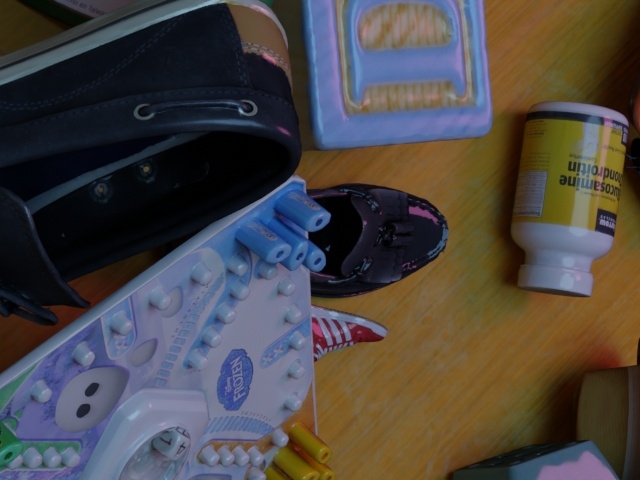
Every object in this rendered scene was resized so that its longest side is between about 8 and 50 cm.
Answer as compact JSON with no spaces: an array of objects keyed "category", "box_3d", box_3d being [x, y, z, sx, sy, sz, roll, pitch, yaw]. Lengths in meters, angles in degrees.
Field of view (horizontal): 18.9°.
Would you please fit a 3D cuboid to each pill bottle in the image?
[{"category":"pill bottle","box_3d":[0.244,-0.040,1.906,0.103,0.103,0.184,11,84,-31]}]

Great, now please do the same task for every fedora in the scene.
[{"category":"fedora","box_3d":[0.293,0.190,1.928,0.079,0.194,0.194,3,88,3]}]

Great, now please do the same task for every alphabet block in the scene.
[{"category":"alphabet block","box_3d":[0.018,-0.177,1.714,0.192,0.197,0.193,-4,93,-32]}]

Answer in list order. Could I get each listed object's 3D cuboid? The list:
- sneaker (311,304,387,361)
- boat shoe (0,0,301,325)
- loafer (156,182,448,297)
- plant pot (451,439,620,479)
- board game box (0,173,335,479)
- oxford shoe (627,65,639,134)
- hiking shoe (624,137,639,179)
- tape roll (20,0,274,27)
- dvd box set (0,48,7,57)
[{"category":"sneaker","box_3d":[0.005,0.098,1.796,0.118,0.042,0.067,13,79,-23]},{"category":"boat shoe","box_3d":[-0.239,-0.019,1.404,0.500,0.156,0.187,-25,147,-1]},{"category":"loafer","box_3d":[0.000,0.000,1.761,0.302,0.095,0.109,0,90,-31]},{"category":"plant pot","box_3d":[0.226,0.320,1.866,0.165,0.165,0.234,-13,89,-31]},{"category":"board game box","box_3d":[-0.137,0.184,1.569,0.390,0.050,0.390,-37,147,-27]},{"category":"oxford shoe","box_3d":[0.409,-0.245,1.993,0.130,0.132,0.364,44,71,-28]},{"category":"hiking shoe","box_3d":[0.448,-0.136,2.024,0.304,0.113,0.132,-46,112,-23]},{"category":"tape roll","box_3d":[-0.183,-0.253,1.517,0.321,0.321,0.077,32,72,-27]},{"category":"dvd box set","box_3d":[-0.459,-0.062,1.502,0.307,0.062,0.420,42,70,-24]}]
